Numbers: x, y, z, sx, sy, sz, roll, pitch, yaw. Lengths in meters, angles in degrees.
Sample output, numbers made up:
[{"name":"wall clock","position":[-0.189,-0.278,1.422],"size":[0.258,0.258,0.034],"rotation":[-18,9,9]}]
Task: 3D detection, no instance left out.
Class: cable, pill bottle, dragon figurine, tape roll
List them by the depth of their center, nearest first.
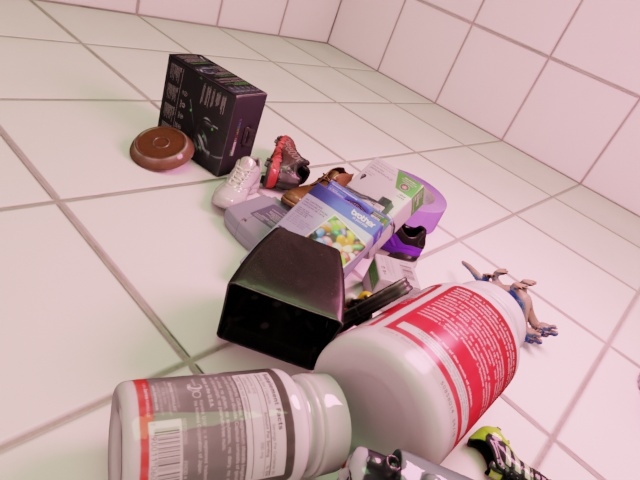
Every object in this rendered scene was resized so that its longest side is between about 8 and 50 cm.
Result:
[{"name":"pill bottle","position":[-0.115,0.252,0.622],"size":[0.283,0.161,0.161],"rotation":[3,36,-29]},{"name":"pill bottle","position":[0.197,0.205,0.827],"size":[0.229,0.229,0.408],"rotation":[40,36,27]},{"name":"cable","position":[0.064,0.115,0.878],"size":[0.139,0.287,0.072],"rotation":[-20,74,-16]},{"name":"dragon figurine","position":[0.452,0.152,1.207],"size":[0.085,0.144,0.289],"rotation":[-12,26,-41]},{"name":"tape roll","position":[0.257,-0.132,1.523],"size":[0.275,0.090,0.275],"rotation":[16,31,-10]}]

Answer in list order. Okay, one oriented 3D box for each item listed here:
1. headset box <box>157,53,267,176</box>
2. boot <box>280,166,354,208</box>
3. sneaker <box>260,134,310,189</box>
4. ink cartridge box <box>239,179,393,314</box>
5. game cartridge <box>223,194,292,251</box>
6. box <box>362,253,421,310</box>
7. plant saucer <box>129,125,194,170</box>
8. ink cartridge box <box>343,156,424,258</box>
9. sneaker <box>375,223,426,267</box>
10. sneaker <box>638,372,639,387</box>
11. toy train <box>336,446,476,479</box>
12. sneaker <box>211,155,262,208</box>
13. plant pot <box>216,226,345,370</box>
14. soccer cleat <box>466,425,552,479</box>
[{"name":"headset box","position":[-0.306,-0.352,1.354],"size":[0.283,0.246,0.131],"rotation":[34,33,20]},{"name":"boot","position":[-0.002,-0.146,1.318],"size":[0.112,0.115,0.305],"rotation":[36,26,17]},{"name":"sneaker","position":[-0.095,-0.230,1.445],"size":[0.135,0.097,0.276],"rotation":[17,33,-7]},{"name":"ink cartridge box","position":[0.000,0.000,1.031],"size":[0.186,0.065,0.311],"rotation":[35,65,18]},{"name":"game cartridge","position":[-0.081,-0.004,1.148],"size":[0.294,0.060,0.196],"rotation":[35,30,21]},{"name":"box","position":[0.160,0.101,1.101],"size":[0.102,0.087,0.101],"rotation":[14,32,-11]},{"name":"plant saucer","position":[-0.425,-0.254,1.282],"size":[0.168,0.029,0.168],"rotation":[5,52,-6]},{"name":"ink cartridge box","position":[0.126,-0.080,1.160],"size":[0.153,0.087,0.208],"rotation":[37,71,24]},{"name":"sneaker","position":[0.143,-0.042,1.254],"size":[0.293,0.146,0.102],"rotation":[20,31,-4]},{"name":"sneaker","position":[0.828,0.334,1.070],"size":[0.125,0.180,0.321],"rotation":[31,32,15]},{"name":"toy train","position":[0.157,0.365,0.589],"size":[0.334,0.190,0.142],"rotation":[23,30,2]},{"name":"sneaker","position":[-0.212,-0.160,1.243],"size":[0.090,0.115,0.232],"rotation":[21,31,-2]},{"name":"plant pot","position":[-0.058,0.090,0.843],"size":[0.188,0.187,0.167],"rotation":[20,49,-3]},{"name":"soccer cleat","position":[0.320,0.389,0.793],"size":[0.072,0.060,0.179],"rotation":[-13,38,-30]}]
